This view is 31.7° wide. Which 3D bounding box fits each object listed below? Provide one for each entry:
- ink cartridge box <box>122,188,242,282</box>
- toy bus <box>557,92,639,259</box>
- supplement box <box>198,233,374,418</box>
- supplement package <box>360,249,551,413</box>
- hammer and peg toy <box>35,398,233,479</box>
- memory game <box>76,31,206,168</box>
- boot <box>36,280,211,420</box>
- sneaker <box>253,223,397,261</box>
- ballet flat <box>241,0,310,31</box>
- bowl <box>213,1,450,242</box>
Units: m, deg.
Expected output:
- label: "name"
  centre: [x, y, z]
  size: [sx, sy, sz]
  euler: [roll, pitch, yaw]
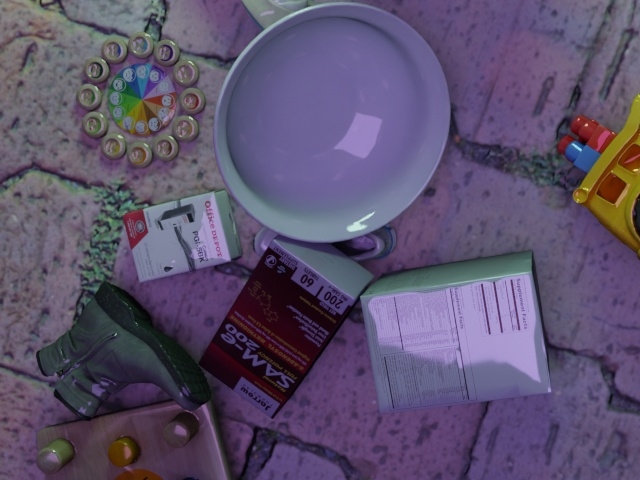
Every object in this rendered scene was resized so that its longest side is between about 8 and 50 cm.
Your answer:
- label: "ink cartridge box"
  centre: [-0.185, -0.007, 1.515]
  size: [0.135, 0.056, 0.099]
  euler: [-14, 93, 12]
- label: "toy bus"
  centre: [0.401, -0.103, 1.358]
  size: [0.211, 0.149, 0.220]
  euler: [40, 105, 20]
- label: "supplement box"
  centre: [-0.048, 0.104, 1.453]
  size: [0.130, 0.073, 0.239]
  euler: [35, 124, 5]
- label: "supplement package"
  centre: [0.172, 0.109, 1.389]
  size: [0.203, 0.194, 0.149]
  euler: [-9, 95, 12]
- label: "hammer and peg toy"
  centre: [-0.220, 0.402, 1.533]
  size: [0.266, 0.127, 0.361]
  euler: [-14, 94, 10]
- label: "memory game"
  centre: [-0.245, -0.190, 1.528]
  size: [0.186, 0.012, 0.186]
  euler: [1, 96, 11]
- label: "boot"
  centre: [-0.265, 0.184, 1.505]
  size: [0.161, 0.083, 0.246]
  euler: [-50, 59, 3]
- label: "sneaker"
  centre: [0.000, 0.000, 1.468]
  size: [0.191, 0.083, 0.071]
  euler: [-4, 97, 12]
- label: "ballet flat"
  centre: [-0.079, -0.344, 1.436]
  size: [0.086, 0.086, 0.248]
  euler: [-43, 88, 12]
- label: "bowl"
  centre: [0.000, -0.156, 1.398]
  size: [0.298, 0.134, 0.297]
  euler: [-6, 111, -16]
